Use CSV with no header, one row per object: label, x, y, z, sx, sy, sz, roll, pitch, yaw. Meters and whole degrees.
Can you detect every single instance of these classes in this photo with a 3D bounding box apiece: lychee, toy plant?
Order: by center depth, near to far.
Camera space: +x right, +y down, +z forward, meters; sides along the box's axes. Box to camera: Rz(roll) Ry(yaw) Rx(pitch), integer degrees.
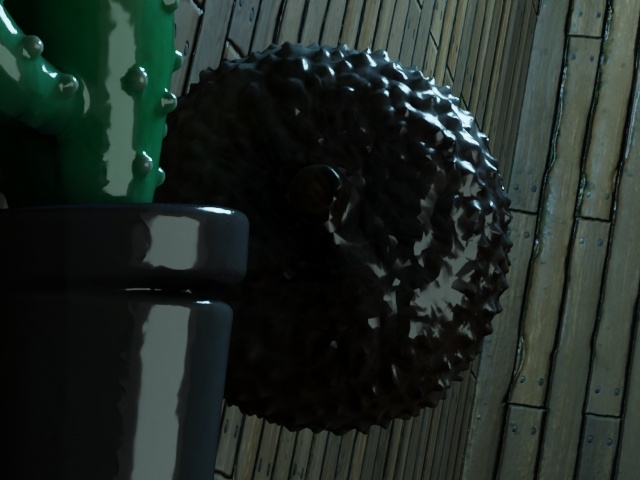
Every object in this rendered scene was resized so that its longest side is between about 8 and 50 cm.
toy plant,-0.139,-0.027,0.869,0.279,0.185,0.400,9,80,-53
lychee,0.003,-0.005,1.175,0.300,0.300,0.300,7,90,-74
